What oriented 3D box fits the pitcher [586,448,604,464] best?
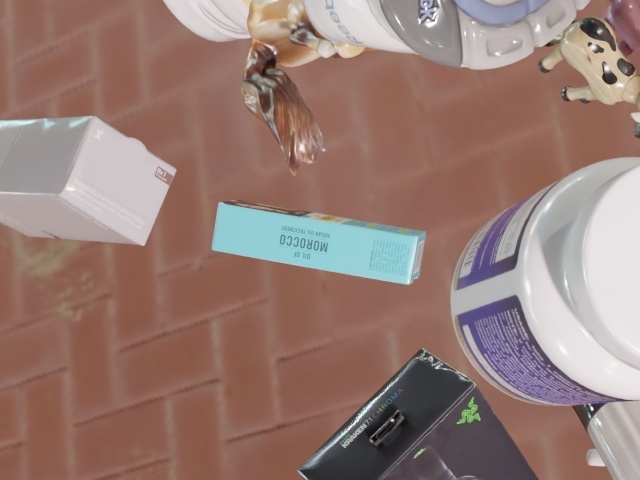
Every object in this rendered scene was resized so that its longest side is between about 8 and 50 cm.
[{"bbox_3d":[0.444,0.277,1.731,0.207,0.178,0.125,160,110,-76],"label":"pitcher"}]

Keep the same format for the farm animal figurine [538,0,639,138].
[{"bbox_3d":[0.447,-0.154,1.695,0.172,0.330,0.327,170,95,-65],"label":"farm animal figurine"}]

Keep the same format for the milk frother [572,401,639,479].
[{"bbox_3d":[0.276,0.119,1.071,0.135,0.129,0.143,64,144,34],"label":"milk frother"}]

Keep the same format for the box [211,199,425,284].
[{"bbox_3d":[0.000,0.000,1.688,0.244,0.100,0.060,10,95,9],"label":"box"}]

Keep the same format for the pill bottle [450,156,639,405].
[{"bbox_3d":[0.187,0.030,0.907,0.153,0.265,0.153,1,82,-8],"label":"pill bottle"}]

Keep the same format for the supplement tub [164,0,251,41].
[{"bbox_3d":[0.009,-0.333,1.355,0.331,0.241,0.241,-12,68,34],"label":"supplement tub"}]

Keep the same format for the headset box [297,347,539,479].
[{"bbox_3d":[0.141,0.324,1.895,0.246,0.283,0.131,-42,36,-12],"label":"headset box"}]

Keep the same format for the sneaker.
[{"bbox_3d":[0.110,-0.174,0.638,0.297,0.111,0.129,-31,20,-27],"label":"sneaker"}]

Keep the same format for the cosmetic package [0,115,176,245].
[{"bbox_3d":[-0.285,-0.066,1.521,0.238,0.127,0.107,6,69,49],"label":"cosmetic package"}]

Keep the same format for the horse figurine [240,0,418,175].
[{"bbox_3d":[0.032,-0.159,0.837,0.263,0.066,0.174,-48,30,-15],"label":"horse figurine"}]
